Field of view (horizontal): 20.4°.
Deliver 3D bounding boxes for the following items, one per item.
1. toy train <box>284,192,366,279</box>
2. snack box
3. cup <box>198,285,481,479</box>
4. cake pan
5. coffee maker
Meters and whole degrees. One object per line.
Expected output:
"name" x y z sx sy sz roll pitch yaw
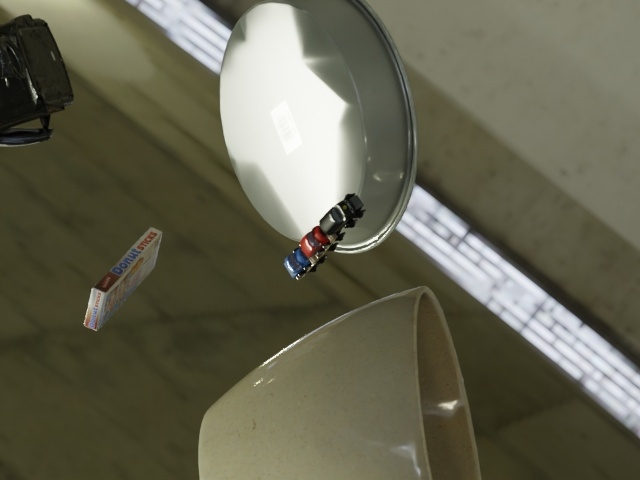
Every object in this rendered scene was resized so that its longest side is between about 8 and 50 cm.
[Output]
"toy train" 0.000 0.000 1.686 0.036 0.158 0.027 -28 -102 -30
"snack box" -0.258 0.049 2.342 0.022 0.064 0.178 24 -147 9
"cup" 0.018 0.227 1.730 0.331 0.237 0.331 -11 -90 -79
"cake pan" -0.013 -0.124 1.825 0.054 0.293 0.293 -15 -134 -35
"coffee maker" -0.360 -0.155 1.770 0.171 0.178 0.120 41 -149 -69
